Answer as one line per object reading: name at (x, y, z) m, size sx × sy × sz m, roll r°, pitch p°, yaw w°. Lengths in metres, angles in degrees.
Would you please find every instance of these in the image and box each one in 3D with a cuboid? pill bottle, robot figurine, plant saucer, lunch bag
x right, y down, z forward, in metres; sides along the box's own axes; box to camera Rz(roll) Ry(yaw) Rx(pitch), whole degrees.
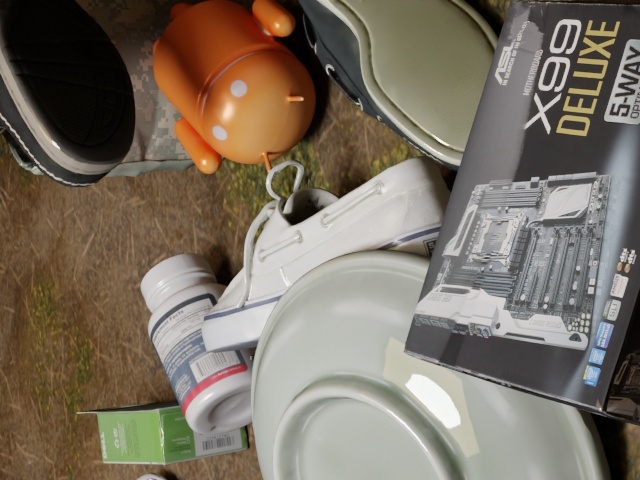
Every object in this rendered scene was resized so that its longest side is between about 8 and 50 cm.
pill bottle at (-0.124, 0.108, 2.033) m, size 0.180 × 0.108 × 0.108 m, roll 63°, pitch 142°, yaw 29°
robot figurine at (-0.087, -0.163, 1.911) m, size 0.219 × 0.158 × 0.128 m, roll 48°, pitch 167°, yaw 42°
plant saucer at (0.067, 0.211, 1.668) m, size 0.400 × 0.100 × 0.400 m, roll 19°, pitch 120°, yaw 35°
lunch bag at (-0.238, -0.200, 2.034) m, size 0.169 × 0.235 × 0.287 m, roll -27°, pitch 73°, yaw 49°

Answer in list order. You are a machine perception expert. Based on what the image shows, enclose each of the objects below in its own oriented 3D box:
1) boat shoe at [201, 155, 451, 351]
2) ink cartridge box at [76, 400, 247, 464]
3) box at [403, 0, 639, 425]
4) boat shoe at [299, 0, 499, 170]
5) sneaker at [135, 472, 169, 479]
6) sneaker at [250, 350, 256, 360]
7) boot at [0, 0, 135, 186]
boat shoe at (-0.006, 0.000, 1.812) m, size 0.367 × 0.136 × 0.156 m, roll -28°, pitch 73°, yaw 52°
ink cartridge box at (-0.182, 0.216, 2.138) m, size 0.209 × 0.109 × 0.062 m, roll -10°, pitch 87°, yaw 57°
box at (0.204, -0.029, 1.452) m, size 0.242 × 0.076 × 0.307 m, roll 14°, pitch 85°, yaw 55°
boat shoe at (0.069, -0.163, 1.697) m, size 0.340 × 0.127 × 0.113 m, roll 47°, pitch 162°, yaw 32°
sneaker at (-0.195, 0.361, 2.225) m, size 0.071 × 0.068 × 0.170 m, roll 12°, pitch 105°, yaw 49°
sneaker at (-0.036, 0.129, 1.938) m, size 0.098 × 0.069 × 0.038 m, roll 5°, pitch 100°, yaw 56°
boot at (-0.336, -0.122, 1.870) m, size 0.284 × 0.138 × 0.377 m, roll -56°, pitch 53°, yaw 31°
